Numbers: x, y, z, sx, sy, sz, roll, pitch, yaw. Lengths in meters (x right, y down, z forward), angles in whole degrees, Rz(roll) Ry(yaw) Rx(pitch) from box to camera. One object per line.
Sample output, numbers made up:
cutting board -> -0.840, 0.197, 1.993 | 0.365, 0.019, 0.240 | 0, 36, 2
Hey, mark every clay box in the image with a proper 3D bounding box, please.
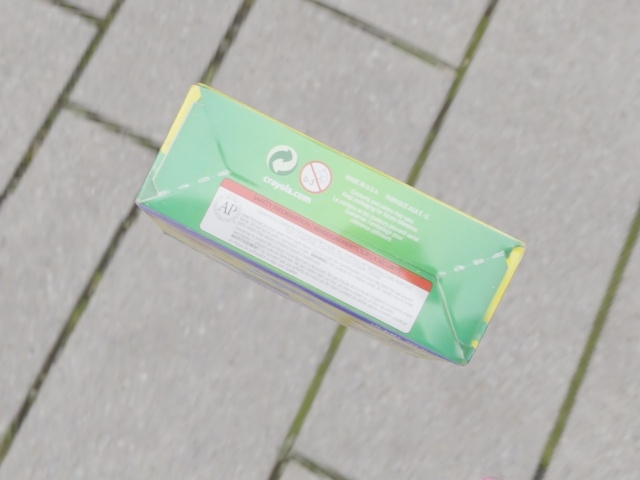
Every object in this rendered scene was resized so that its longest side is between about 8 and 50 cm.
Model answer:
clay box -> 0.000, 0.000, 0.738 | 0.127, 0.222, 0.053 | 26, 86, 0

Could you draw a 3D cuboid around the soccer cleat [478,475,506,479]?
soccer cleat -> 0.126, 0.164, 0.951 | 0.109, 0.318, 0.116 | 39, 47, -40
